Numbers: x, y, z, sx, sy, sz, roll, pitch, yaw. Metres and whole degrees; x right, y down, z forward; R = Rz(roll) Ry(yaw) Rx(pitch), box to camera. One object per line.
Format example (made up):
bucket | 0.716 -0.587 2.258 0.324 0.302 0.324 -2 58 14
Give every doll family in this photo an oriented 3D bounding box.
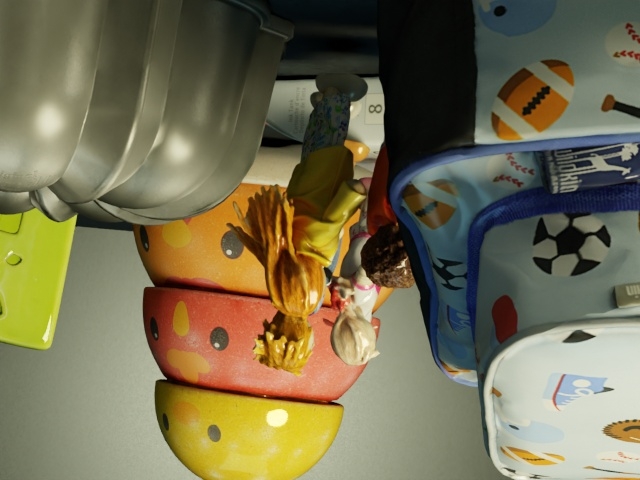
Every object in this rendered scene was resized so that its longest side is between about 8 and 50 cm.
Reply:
doll family | 0.000 0.000 0.707 0.118 0.163 0.263 12 157 -1

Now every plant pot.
plant pot | -0.371 -0.019 1.098 0.207 0.227 0.228 12 174 -23

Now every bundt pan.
bundt pan | -0.184 -0.080 0.645 0.330 0.124 0.331 5 177 0

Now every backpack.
backpack | 0.164 -0.016 0.440 0.263 0.213 0.276 -10 157 6

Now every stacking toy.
stacking toy | -0.069 0.149 1.183 0.350 0.480 0.350 6 173 1

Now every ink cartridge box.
ink cartridge box | -0.001 -0.086 0.866 0.232 0.066 0.189 -2 174 23
